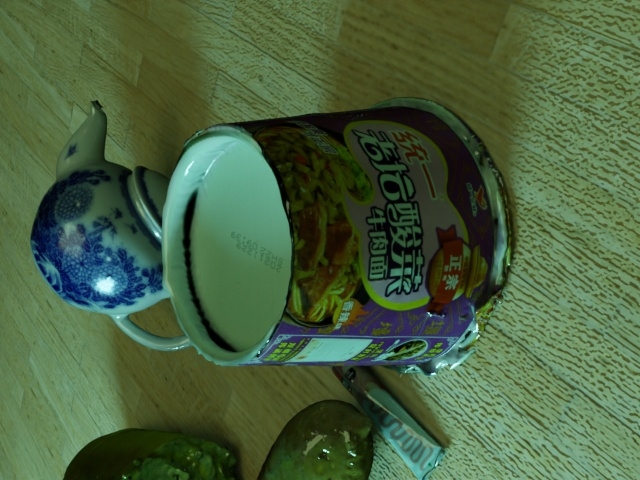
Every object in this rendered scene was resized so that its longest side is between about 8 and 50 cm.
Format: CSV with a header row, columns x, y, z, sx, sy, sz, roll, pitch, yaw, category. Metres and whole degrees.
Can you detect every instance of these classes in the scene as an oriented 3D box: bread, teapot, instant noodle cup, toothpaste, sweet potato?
x,y,z,sx,sy,sz,roll,pitch,yaw,category
-0.303,0.442,1.360,0.376,0.208,0.251,-13,78,54,bread
-0.305,-0.018,1.316,0.280,0.252,0.424,-29,89,9,teapot
0.000,0.000,0.906,0.340,0.266,0.340,3,95,49,instant noodle cup
0.074,0.204,1.010,0.205,0.036,0.056,46,124,34,toothpaste
-0.031,0.343,1.084,0.130,0.130,0.423,54,137,34,sweet potato
